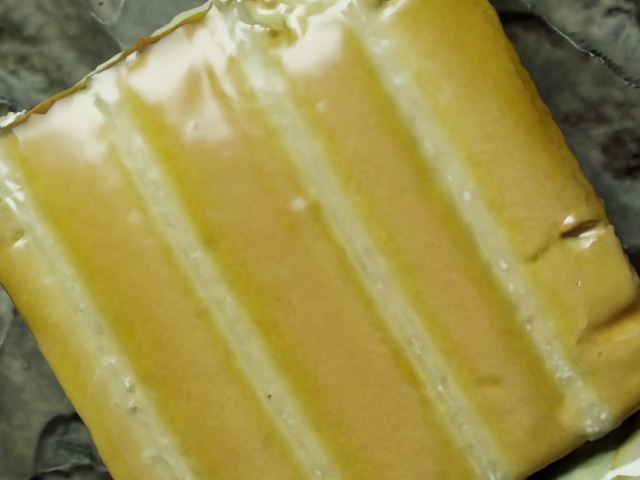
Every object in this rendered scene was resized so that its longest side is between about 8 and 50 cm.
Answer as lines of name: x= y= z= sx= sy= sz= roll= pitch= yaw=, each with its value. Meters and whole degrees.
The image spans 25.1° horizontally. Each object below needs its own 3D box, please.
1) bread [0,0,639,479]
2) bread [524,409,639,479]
bread: x=0.000 y=0.000 z=0.615 sx=0.239 sy=0.111 sz=0.246 roll=-31 pitch=92 yaw=7
bread: x=0.157 y=0.240 z=0.651 sx=0.187 sy=0.155 sz=0.338 roll=-29 pitch=99 yaw=1
